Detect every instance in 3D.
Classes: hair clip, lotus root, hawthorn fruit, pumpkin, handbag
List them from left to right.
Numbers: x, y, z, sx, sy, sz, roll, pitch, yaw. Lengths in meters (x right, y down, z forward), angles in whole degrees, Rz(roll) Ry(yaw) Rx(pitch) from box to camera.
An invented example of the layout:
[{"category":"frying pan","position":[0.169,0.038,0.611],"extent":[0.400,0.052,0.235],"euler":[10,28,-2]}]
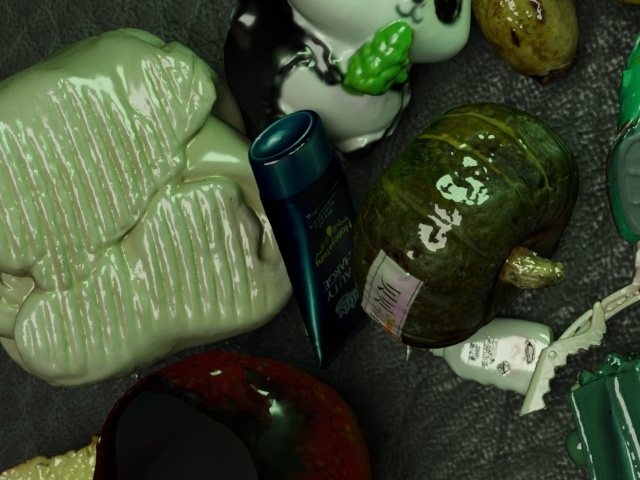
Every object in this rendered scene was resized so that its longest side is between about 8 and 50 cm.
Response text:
[{"category":"hawthorn fruit","position":[-0.085,0.243,1.285],"extent":[0.315,0.316,0.316],"euler":[1,92,17]},{"category":"pumpkin","position":[0.149,-0.006,1.278],"extent":[0.189,0.260,0.260],"euler":[37,102,14]},{"category":"lotus root","position":[0.188,-0.280,1.331],"extent":[0.097,0.110,0.259],"euler":[-12,84,-28]},{"category":"hair clip","position":[0.267,0.083,1.330],"extent":[0.226,0.034,0.072],"euler":[-42,79,-2]},{"category":"handbag","position":[0.305,0.241,1.237],"extent":[0.100,0.268,0.274],"euler":[-18,87,25]}]

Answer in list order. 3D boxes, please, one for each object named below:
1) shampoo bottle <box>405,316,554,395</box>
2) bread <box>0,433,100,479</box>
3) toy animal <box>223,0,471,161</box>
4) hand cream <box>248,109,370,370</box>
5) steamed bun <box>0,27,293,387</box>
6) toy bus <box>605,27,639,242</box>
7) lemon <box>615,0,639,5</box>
[{"category":"shampoo bottle","position":[0.163,0.113,1.385],"extent":[0.151,0.045,0.077],"euler":[9,94,17]},{"category":"bread","position":[-0.234,0.392,1.441],"extent":[0.194,0.179,0.340],"euler":[-14,71,22]},{"category":"toy animal","position":[0.034,-0.219,1.305],"extent":[0.212,0.212,0.267],"euler":[48,130,10]},{"category":"hand cream","position":[0.000,0.000,1.324],"extent":[0.061,0.120,0.271],"euler":[18,142,36]},{"category":"steamed bun","position":[-0.235,-0.026,1.382],"extent":[0.367,0.255,0.343],"euler":[-20,95,-18]},{"category":"toy bus","position":[0.437,-0.117,1.208],"extent":[0.343,0.184,0.199],"euler":[-1,55,16]},{"category":"lemon","position":[0.304,-0.324,1.245],"extent":[0.192,0.192,0.231],"euler":[-20,78,17]}]
